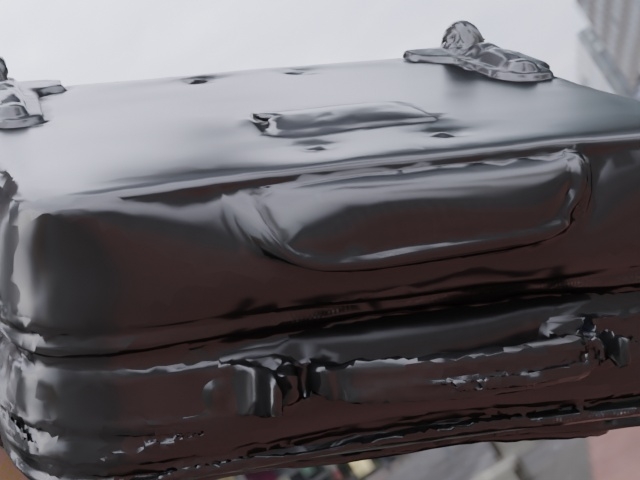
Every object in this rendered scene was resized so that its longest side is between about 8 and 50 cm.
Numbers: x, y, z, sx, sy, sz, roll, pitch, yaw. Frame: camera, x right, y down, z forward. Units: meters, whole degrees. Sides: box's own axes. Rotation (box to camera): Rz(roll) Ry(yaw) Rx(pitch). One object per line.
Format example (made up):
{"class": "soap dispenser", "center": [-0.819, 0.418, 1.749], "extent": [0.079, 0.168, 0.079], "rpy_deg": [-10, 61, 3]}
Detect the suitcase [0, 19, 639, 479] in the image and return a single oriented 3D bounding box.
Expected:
{"class": "suitcase", "center": [0.000, 0.000, 0.744], "extent": [0.345, 0.188, 0.339], "rpy_deg": [-5, 14, -17]}

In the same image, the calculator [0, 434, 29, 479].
{"class": "calculator", "center": [-0.271, 0.144, 1.416], "extent": [0.033, 0.157, 0.236], "rpy_deg": [-1, 57, 37]}
